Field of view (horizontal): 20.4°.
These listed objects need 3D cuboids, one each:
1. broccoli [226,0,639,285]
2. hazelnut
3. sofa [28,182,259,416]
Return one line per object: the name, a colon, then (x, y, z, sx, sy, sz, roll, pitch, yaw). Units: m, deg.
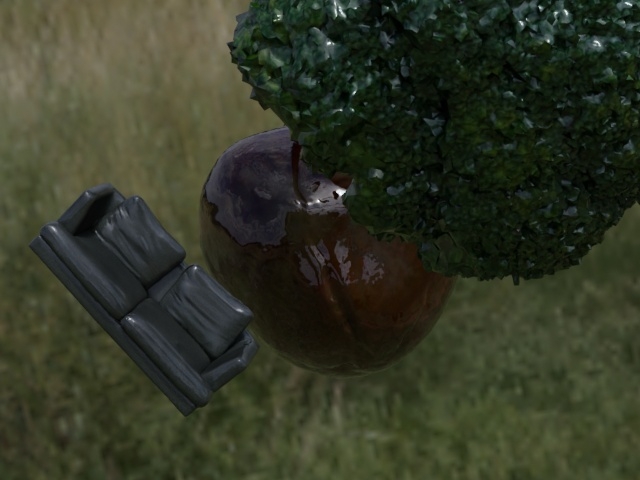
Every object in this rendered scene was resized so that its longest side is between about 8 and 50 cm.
broccoli: (0.071, -0.116, 0.788, 0.241, 0.269, 0.261, 21, 68, 48)
hazelnut: (0.000, 0.000, 1.498, 0.229, 0.230, 0.229, -11, 12, 2)
sofa: (-0.103, 0.031, 1.102, 0.060, 0.147, 0.085, -42, 0, 11)
